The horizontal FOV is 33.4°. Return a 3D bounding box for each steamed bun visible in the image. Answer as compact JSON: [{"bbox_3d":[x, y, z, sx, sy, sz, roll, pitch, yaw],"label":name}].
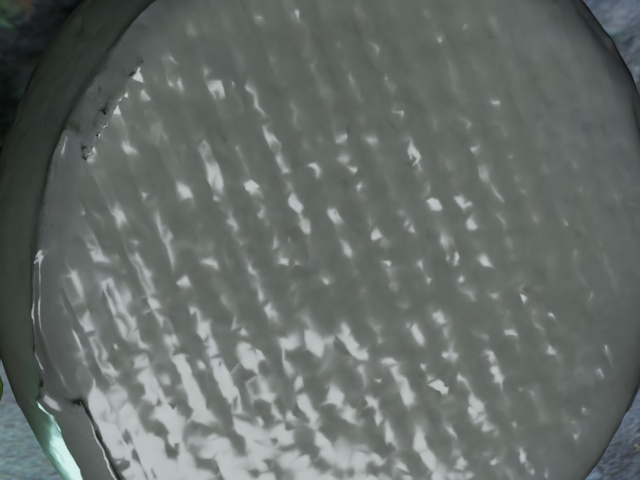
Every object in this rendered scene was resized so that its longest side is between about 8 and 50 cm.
[{"bbox_3d":[0.000,0.000,0.609,0.374,0.241,0.374,-3,102,-17],"label":"steamed bun"}]

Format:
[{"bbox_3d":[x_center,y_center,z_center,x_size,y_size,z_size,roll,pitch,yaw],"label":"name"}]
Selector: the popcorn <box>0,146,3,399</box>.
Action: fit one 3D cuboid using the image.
[{"bbox_3d":[-0.274,0.025,0.569,0.242,0.250,0.235,22,132,-33],"label":"popcorn"}]
